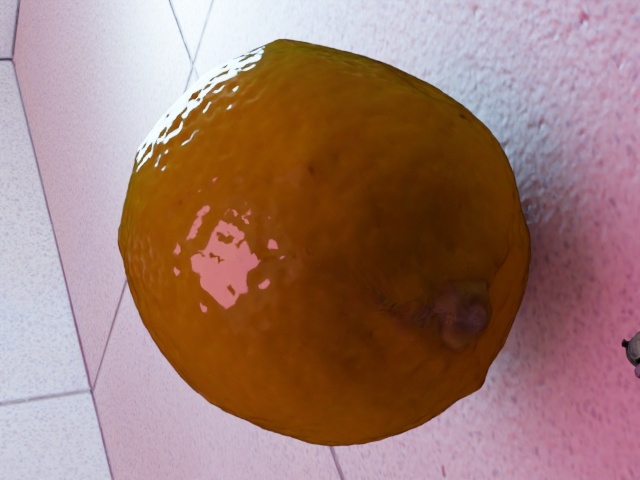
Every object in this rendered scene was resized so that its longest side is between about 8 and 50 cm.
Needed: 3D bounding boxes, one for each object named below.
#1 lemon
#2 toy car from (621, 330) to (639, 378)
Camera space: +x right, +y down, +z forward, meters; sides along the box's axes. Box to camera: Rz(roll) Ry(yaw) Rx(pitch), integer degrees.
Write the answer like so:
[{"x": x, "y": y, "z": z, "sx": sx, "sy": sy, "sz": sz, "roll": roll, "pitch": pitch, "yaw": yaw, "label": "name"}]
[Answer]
[{"x": -0.001, "y": -0.001, "z": 0.806, "sx": 0.336, "sy": 0.335, "sz": 0.336, "roll": 21, "pitch": 114, "yaw": 61, "label": "lemon"}, {"x": 0.220, "y": 0.025, "z": 0.591, "sx": 0.142, "sy": 0.055, "sz": 0.069, "roll": -61, "pitch": -6, "yaw": -35, "label": "toy car"}]
